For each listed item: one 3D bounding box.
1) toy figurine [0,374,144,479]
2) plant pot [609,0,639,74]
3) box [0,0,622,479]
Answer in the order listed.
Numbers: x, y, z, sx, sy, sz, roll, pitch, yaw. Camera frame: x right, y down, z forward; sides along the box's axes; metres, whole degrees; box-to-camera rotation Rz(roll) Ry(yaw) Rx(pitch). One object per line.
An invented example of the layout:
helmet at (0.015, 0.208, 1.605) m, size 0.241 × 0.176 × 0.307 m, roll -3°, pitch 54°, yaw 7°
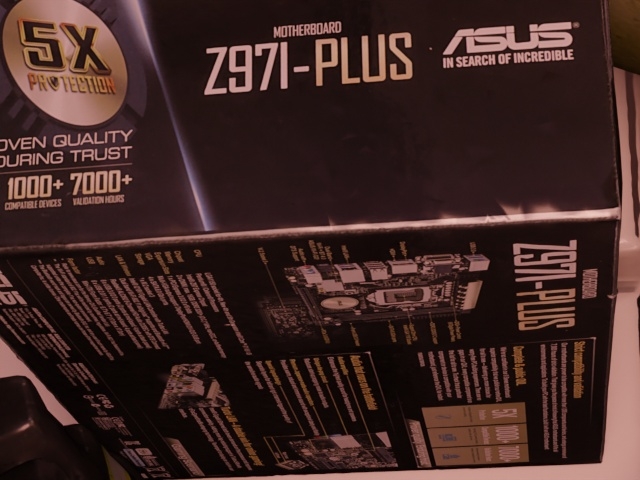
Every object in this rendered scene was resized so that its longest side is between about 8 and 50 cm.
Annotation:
toy figurine at (-0.126, 0.134, 0.381) m, size 0.209 × 0.148 × 0.213 m, roll 8°, pitch 55°, yaw 35°
plant pot at (0.166, -0.172, 0.416) m, size 0.353 × 0.366 × 0.366 m, roll 7°, pitch 66°, yaw 25°
box at (0.000, 0.000, 0.425) m, size 0.147 × 0.180 × 0.077 m, roll -3°, pitch 66°, yaw 8°
